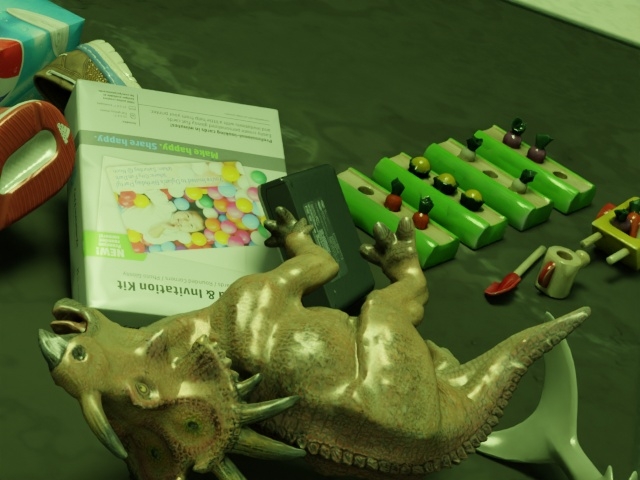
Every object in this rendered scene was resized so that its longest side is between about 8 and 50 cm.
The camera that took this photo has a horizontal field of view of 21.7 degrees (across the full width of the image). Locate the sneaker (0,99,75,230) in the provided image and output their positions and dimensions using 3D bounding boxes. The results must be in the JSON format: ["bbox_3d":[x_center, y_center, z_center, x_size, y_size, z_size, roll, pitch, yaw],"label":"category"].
[{"bbox_3d":[-0.266,-0.016,1.037,0.128,0.087,0.221,2,27,43],"label":"sneaker"}]

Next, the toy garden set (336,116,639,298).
[{"bbox_3d":[0.153,-0.027,1.305,0.204,0.049,0.244,35,32,27],"label":"toy garden set"}]

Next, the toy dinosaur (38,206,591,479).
[{"bbox_3d":[-0.001,0.085,0.911,0.296,0.127,0.200,7,30,-4],"label":"toy dinosaur"}]

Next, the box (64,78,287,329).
[{"bbox_3d":[-0.090,-0.015,1.089,0.145,0.038,0.186,8,52,-20],"label":"box"}]

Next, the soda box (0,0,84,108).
[{"bbox_3d":[-0.263,-0.124,1.212,0.071,0.067,0.210,28,30,17],"label":"soda box"}]

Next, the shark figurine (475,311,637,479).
[{"bbox_3d":[0.142,0.152,0.920,0.166,0.116,0.278,25,31,10],"label":"shark figurine"}]

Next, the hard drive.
[{"bbox_3d":[0.000,0.000,1.095,0.022,0.094,0.135,-20,1,15],"label":"hard drive"}]

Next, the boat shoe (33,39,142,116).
[{"bbox_3d":[-0.144,-0.069,1.199,0.066,0.066,0.183,-24,52,-25],"label":"boat shoe"}]
